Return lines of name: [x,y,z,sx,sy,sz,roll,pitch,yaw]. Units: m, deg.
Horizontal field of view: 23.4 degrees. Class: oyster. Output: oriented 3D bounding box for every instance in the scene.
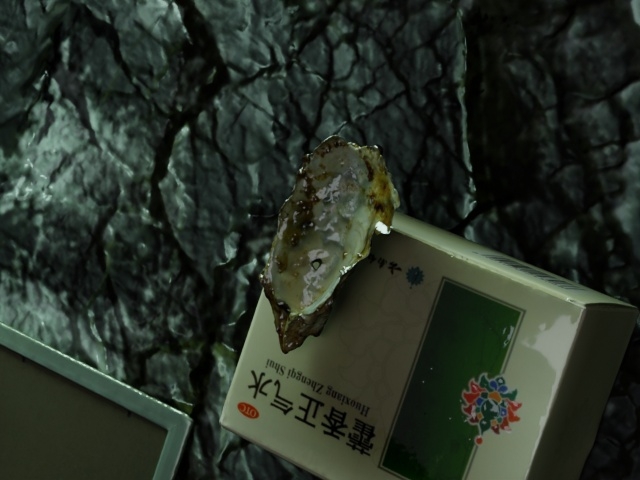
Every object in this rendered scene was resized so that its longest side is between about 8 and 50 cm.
oyster: [0.001,0.000,0.926,0.132,0.029,0.086,-46,59,24]

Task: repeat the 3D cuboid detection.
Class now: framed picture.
framed picture: [-0.223,0.226,1.159,0.232,0.019,0.296,23,98,29]

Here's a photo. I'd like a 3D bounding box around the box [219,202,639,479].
box: [0.063,0.081,0.955,0.212,0.095,0.168,22,101,30]
